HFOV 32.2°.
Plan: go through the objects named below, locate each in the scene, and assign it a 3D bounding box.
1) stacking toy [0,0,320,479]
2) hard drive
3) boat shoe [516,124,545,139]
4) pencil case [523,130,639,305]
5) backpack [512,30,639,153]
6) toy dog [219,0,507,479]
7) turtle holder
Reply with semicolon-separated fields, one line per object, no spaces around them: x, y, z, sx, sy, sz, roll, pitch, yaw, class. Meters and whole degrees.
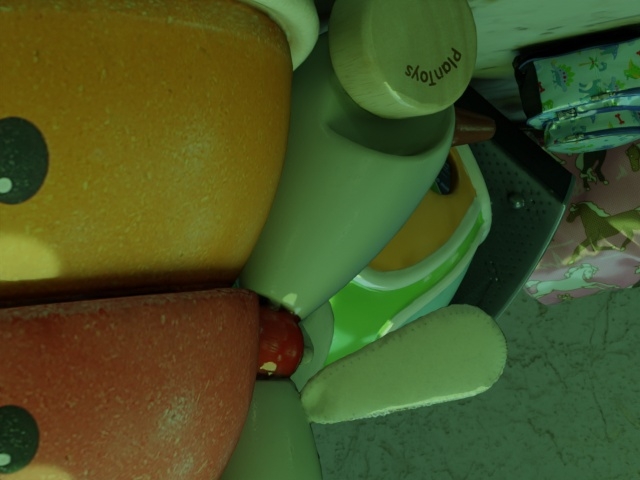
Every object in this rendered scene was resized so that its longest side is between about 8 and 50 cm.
-0.143;0.116;0.493;0.351;0.479;0.350;-9;176;-1;stacking toy
0.123;-0.020;0.992;0.054;0.172;0.254;-37;162;-31;hard drive
0.168;-0.066;1.189;0.324;0.123;0.116;-15;161;-12;boat shoe
0.349;-0.064;1.020;0.386;0.160;0.167;-18;145;23;pencil case
0.217;-0.113;0.864;0.114;0.084;0.105;-14;178;15;backpack
0.022;0.013;0.641;0.161;0.333;0.220;17;-173;-31;toy dog
0.007;0.010;0.884;0.227;0.243;0.320;-23;144;-9;turtle holder
